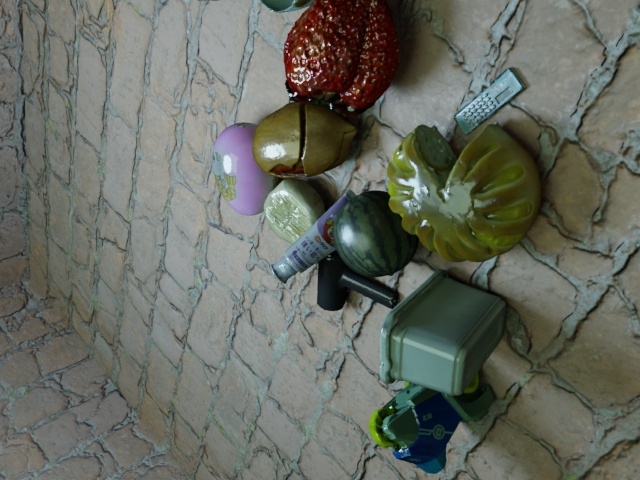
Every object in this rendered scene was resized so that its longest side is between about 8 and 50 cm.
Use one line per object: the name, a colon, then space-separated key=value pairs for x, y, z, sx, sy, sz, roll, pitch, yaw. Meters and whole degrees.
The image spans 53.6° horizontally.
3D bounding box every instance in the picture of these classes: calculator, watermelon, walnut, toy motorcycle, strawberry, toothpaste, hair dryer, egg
calculator: x=0.347 y=-0.288 z=1.322 sx=0.057 sy=0.018 sz=0.172 roll=57 pitch=137 yaw=6
watermelon: x=0.134 y=-0.013 z=1.531 sx=0.212 sy=0.212 sz=0.212 roll=22 pitch=123 yaw=38
walnut: x=-0.038 y=-0.258 z=1.603 sx=0.298 sy=0.203 sz=0.203 roll=-11 pitch=101 yaw=30
toy motorcycle: x=0.260 y=0.433 z=1.526 sx=0.200 sy=0.326 sz=0.191 roll=57 pitch=139 yaw=5
strawberry: x=0.047 y=-0.432 z=1.400 sx=0.238 sy=0.250 sz=0.288 roll=-108 pitch=23 yaw=-50
toothpaste: x=0.000 y=0.000 z=1.667 sx=0.299 sy=0.073 sz=0.114 roll=-39 pitch=102 yaw=13
hair dryer: x=0.098 y=0.126 z=1.732 sx=0.251 sy=0.089 sz=0.197 roll=23 pitch=124 yaw=29
egg: x=-0.206 y=-0.200 z=1.801 sx=0.196 sy=0.196 sz=0.271 roll=9 pitch=125 yaw=43

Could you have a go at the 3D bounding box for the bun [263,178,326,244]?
bun: x=-0.054 y=-0.079 z=1.755 sx=0.193 sy=0.128 sz=0.178 roll=42 pitch=133 yaw=8

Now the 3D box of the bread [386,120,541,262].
bread: x=0.289 y=-0.096 z=1.336 sx=0.333 sy=0.160 sz=0.333 roll=10 pitch=109 yaw=32

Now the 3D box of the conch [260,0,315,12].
conch: x=-0.006 y=-0.640 z=1.366 sx=0.368 sy=0.197 sz=0.249 roll=3 pitch=99 yaw=61

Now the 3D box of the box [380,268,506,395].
box: x=0.283 y=0.210 z=1.420 sx=0.182 sy=0.312 sz=0.175 roll=16 pitch=120 yaw=32
